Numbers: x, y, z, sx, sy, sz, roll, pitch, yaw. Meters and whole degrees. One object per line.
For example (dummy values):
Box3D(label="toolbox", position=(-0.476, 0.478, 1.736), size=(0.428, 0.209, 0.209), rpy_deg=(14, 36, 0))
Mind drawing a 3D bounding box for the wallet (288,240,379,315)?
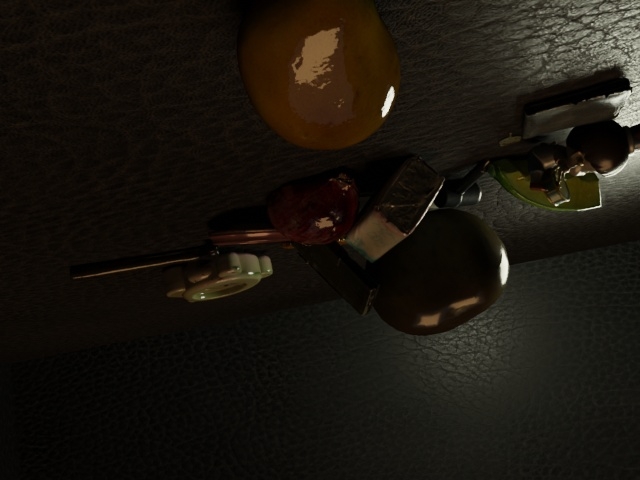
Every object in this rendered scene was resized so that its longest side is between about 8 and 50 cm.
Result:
Box3D(label="wallet", position=(0.033, 0.063, 1.814), size=(0.044, 0.317, 0.169), rpy_deg=(-34, 157, -28))

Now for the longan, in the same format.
Box3D(label="longan", position=(0.319, 0.089, 1.835), size=(0.405, 0.404, 0.336), rpy_deg=(-16, 127, 18))

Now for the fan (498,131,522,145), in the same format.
Box3D(label="fan", position=(0.455, -0.244, 1.559), size=(0.056, 0.004, 0.083), rpy_deg=(-14, 166, 11))

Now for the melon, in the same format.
Box3D(label="melon", position=(0.590, -0.166, 1.771), size=(0.324, 0.196, 0.124), rpy_deg=(0, 129, -14))

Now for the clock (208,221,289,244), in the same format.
Box3D(label="clock", position=(-0.186, -0.021, 1.794), size=(0.245, 0.056, 0.244), rpy_deg=(-4, 179, 0))

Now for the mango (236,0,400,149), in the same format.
Box3D(label="mango", position=(-0.001, -0.234, 0.862), size=(0.211, 0.172, 0.317), rpy_deg=(-13, 160, 5))

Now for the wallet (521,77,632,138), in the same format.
Box3D(label="wallet", position=(0.552, -0.283, 1.418), size=(0.222, 0.036, 0.167), rpy_deg=(-13, 168, 13))

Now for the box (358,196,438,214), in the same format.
Box3D(label="box", position=(0.140, -0.075, 1.905), size=(0.365, 0.051, 0.204), rpy_deg=(-5, 165, -26))

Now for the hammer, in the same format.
Box3D(label="hammer", position=(-0.526, 0.066, 1.966), size=(0.440, 0.044, 0.168), rpy_deg=(-8, 165, -10))

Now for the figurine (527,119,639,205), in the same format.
Box3D(label="figurine", position=(0.633, -0.200, 1.550), size=(0.276, 0.158, 0.161), rpy_deg=(-28, -172, 39))

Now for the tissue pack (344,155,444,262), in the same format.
Box3D(label="tissue pack", position=(0.179, -0.073, 1.636), size=(0.124, 0.201, 0.271), rpy_deg=(35, 158, -3))

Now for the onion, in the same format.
Box3D(label="onion", position=(-0.005, -0.070, 1.614), size=(0.227, 0.120, 0.283), rpy_deg=(9, 151, -25))

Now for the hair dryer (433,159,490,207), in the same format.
Box3D(label="hair dryer", position=(0.406, -0.161, 1.771), size=(0.124, 0.071, 0.219), rpy_deg=(-8, 158, -22))

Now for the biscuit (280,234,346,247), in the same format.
Box3D(label="biscuit", position=(0.000, 0.000, 2.060), size=(0.254, 0.035, 0.254), rpy_deg=(-5, 177, 0))

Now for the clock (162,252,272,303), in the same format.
Box3D(label="clock", position=(-0.341, 0.118, 2.204), size=(0.310, 0.114, 0.284), rpy_deg=(-22, 162, 31))
